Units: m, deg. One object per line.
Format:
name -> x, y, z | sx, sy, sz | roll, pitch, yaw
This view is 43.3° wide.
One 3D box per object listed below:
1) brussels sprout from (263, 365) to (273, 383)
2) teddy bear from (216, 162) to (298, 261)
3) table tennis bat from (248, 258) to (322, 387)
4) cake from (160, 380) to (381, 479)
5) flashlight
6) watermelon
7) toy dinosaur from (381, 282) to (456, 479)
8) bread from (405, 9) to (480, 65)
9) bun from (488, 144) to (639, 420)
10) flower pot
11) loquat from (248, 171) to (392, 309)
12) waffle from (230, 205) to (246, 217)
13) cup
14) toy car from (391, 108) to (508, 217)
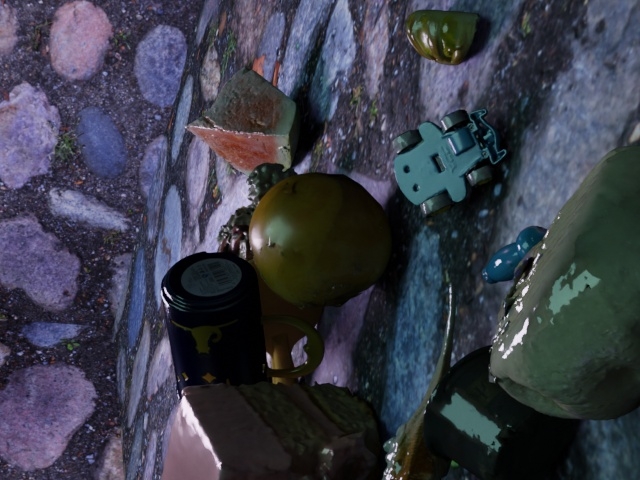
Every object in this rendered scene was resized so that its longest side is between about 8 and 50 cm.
brussels sprout -> -0.134, 0.331, 1.686 | 0.155, 0.118, 0.155 | 8, 99, 62
teddy bear -> -0.152, 0.015, 1.717 | 0.357, 0.225, 0.367 | -63, 22, -3
table tennis bat -> -0.083, 0.170, 1.559 | 0.050, 0.199, 0.320 | -126, 25, -60
cake -> -0.079, 0.404, 1.299 | 0.293, 0.307, 0.314 | -144, 63, -62
flashlight -> 0.242, 0.023, 0.999 | 0.129, 0.051, 0.051 | 134, 138, -57
watermelon -> -0.150, -0.241, 1.790 | 0.193, 0.232, 0.310 | -48, 6, -4
toy dinosaur -> 0.131, 0.252, 1.037 | 0.392, 0.092, 0.205 | -67, -11, 4
bread -> 0.175, -0.310, 1.204 | 0.157, 0.095, 0.082 | 32, 108, 56
bun -> 0.271, 0.049, 0.763 | 0.272, 0.168, 0.273 | -61, -9, -16
flower pot -> 0.208, 0.209, 0.912 | 0.107, 0.158, 0.157 | 34, 115, 50
loquat -> 0.000, 0.000, 1.334 | 0.235, 0.235, 0.234 | -173, 90, -67
waffle -> -0.206, 0.033, 2.021 | 0.232, 0.051, 0.228 | 146, 127, -61
cup -> -0.141, 0.151, 1.415 | 0.178, 0.255, 0.256 | -123, 25, -49
toy car -> 0.189, -0.117, 1.140 | 0.162, 0.098, 0.126 | -31, 80, 28
